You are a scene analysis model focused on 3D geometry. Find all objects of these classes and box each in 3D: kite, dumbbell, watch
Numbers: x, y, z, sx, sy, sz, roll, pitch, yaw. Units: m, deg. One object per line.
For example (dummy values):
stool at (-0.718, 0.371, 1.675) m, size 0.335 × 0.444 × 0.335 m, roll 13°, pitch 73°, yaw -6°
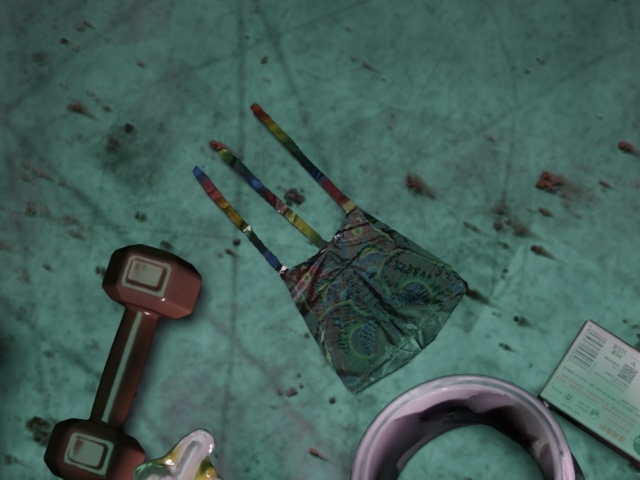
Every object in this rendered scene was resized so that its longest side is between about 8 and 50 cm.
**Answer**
kite at (0.000, 0.000, 1.879) m, size 0.152 × 0.015 × 0.285 m, roll -41°, pitch 83°, yaw -7°
dumbbell at (-0.184, 0.120, 1.832) m, size 0.092 × 0.082 × 0.231 m, roll 16°, pitch 81°, yaw 7°
watch at (0.162, 0.236, 1.765) m, size 0.244 × 0.196 × 0.231 m, roll -32°, pitch 58°, yaw -3°

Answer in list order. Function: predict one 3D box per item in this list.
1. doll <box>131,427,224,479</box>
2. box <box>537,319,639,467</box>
doll at (-0.263, 0.303, 1.743) m, size 0.423 × 0.161 × 0.348 m, roll 13°, pitch 94°, yaw 2°
box at (0.274, 0.143, 1.820) m, size 0.125 × 0.043 × 0.089 m, roll 34°, pitch 83°, yaw 8°
